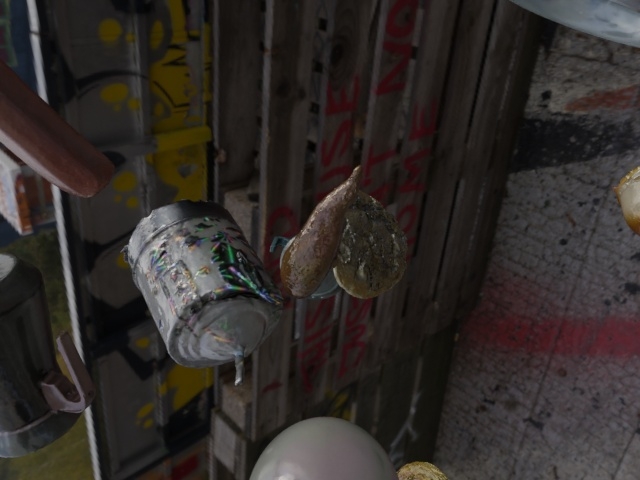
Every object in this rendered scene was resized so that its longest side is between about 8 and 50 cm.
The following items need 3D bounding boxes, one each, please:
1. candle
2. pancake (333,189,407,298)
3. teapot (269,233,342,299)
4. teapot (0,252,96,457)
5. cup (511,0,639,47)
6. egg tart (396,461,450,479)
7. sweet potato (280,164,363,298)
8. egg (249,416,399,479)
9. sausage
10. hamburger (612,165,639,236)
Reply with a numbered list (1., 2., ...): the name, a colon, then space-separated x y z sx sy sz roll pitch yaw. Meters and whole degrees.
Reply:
1. candle: -0.154 0.090 0.861 0.330 0.187 0.187 53 139 37
2. pancake: 0.103 0.004 1.415 0.049 0.282 0.282 -17 93 46
3. teapot: -0.025 0.039 1.496 0.203 0.225 0.171 15 102 -2
4. teapot: -0.587 0.217 1.128 0.300 0.253 0.344 -1 121 20
5. cup: 0.482 -0.457 1.001 0.347 0.347 0.163 34 111 34
6. egg tart: 0.139 0.356 0.778 0.129 0.049 0.128 -12 73 43
7. sweet potato: -0.003 0.004 0.756 0.068 0.068 0.226 44 124 27
8. egg: 0.002 0.173 0.381 0.103 0.135 0.103 1 106 2
9. sausage: -0.168 -0.075 0.309 0.035 0.030 0.147 4 146 41
10. hamburger: 0.676 -0.074 1.107 0.237 0.237 0.147 0 70 48
